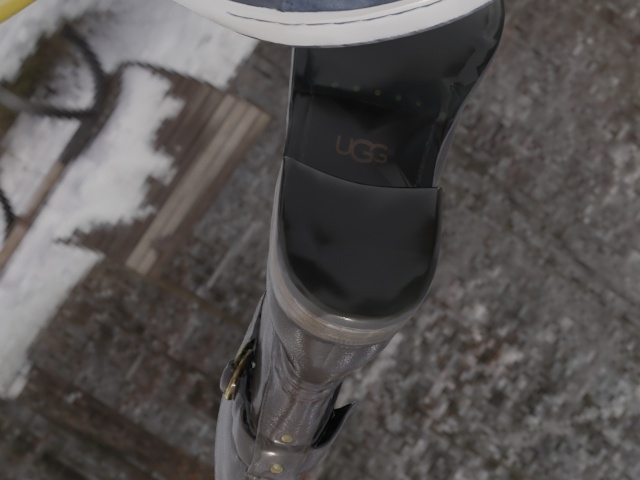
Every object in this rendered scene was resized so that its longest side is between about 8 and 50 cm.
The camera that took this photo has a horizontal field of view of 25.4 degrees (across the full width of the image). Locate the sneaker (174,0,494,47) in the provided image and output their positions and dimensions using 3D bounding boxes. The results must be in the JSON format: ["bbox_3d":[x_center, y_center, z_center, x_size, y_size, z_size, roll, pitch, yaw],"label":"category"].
[{"bbox_3d":[-0.048,-0.141,0.417,0.163,0.226,0.086,64,43,-62],"label":"sneaker"}]

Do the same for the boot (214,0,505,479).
[{"bbox_3d":[0.000,0.000,0.688,0.229,0.091,0.263,113,-5,-55],"label":"boot"}]

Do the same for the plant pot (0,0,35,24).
[{"bbox_3d":[-0.240,-0.202,0.773,0.239,0.254,0.254,-26,180,-15],"label":"plant pot"}]
